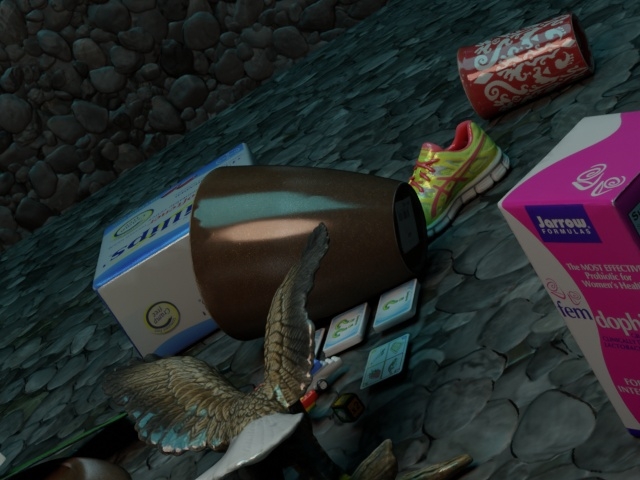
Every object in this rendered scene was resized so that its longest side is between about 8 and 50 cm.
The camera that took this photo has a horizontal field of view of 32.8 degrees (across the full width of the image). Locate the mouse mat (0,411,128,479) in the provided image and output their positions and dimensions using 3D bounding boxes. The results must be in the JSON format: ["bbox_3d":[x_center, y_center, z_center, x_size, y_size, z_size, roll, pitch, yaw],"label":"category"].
[{"bbox_3d":[-0.311,0.248,1.299,0.189,0.007,0.152,-25,-3,-22],"label":"mouse mat"}]

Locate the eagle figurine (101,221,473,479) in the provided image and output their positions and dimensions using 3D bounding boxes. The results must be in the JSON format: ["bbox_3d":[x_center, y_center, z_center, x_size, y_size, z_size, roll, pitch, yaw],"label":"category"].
[{"bbox_3d":[-0.052,0.137,0.955,0.226,0.298,0.225,-7,-40,-31],"label":"eagle figurine"}]

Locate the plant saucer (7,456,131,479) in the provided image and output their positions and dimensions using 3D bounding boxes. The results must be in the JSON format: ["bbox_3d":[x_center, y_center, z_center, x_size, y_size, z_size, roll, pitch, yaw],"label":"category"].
[{"bbox_3d":[-0.348,0.338,1.190,0.310,0.050,0.310,-29,18,10],"label":"plant saucer"}]

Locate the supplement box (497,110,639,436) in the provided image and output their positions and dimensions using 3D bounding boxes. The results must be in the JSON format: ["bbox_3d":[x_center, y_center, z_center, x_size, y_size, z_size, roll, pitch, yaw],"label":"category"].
[{"bbox_3d":[0.238,0.028,0.750,0.114,0.220,0.111,-41,20,-24],"label":"supplement box"}]

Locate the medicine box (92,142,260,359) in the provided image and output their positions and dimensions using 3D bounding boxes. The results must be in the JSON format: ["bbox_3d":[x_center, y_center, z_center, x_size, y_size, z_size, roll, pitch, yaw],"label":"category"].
[{"bbox_3d":[-0.172,0.012,1.569,0.263,0.149,0.289,-32,18,2],"label":"medicine box"}]

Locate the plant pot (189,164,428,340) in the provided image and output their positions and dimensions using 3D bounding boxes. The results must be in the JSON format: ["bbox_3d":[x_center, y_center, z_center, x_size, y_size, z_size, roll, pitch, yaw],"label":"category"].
[{"bbox_3d":[0.000,0.000,1.277,0.230,0.215,0.215,-9,27,26],"label":"plant pot"}]

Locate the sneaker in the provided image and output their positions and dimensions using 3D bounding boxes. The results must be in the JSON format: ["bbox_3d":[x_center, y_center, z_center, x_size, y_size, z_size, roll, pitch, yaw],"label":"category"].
[{"bbox_3d":[0.139,-0.073,1.368,0.208,0.094,0.081,-41,22,-20],"label":"sneaker"}]

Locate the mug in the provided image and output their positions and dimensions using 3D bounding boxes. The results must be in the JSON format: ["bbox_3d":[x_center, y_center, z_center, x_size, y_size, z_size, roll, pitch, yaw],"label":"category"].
[{"bbox_3d":[0.300,-0.263,1.569,0.169,0.113,0.150,-19,24,27],"label":"mug"}]

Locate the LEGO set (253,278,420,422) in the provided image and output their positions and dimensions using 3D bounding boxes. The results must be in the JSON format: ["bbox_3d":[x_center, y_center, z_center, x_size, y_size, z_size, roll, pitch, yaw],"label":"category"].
[{"bbox_3d":[0.007,0.123,1.146,0.182,0.060,0.244,-27,18,22],"label":"LEGO set"}]

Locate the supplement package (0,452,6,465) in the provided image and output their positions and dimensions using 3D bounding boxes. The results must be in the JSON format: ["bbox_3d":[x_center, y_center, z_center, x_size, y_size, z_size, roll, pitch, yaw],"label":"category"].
[{"bbox_3d":[-0.501,0.288,1.291,0.194,0.149,0.203,-49,6,-24],"label":"supplement package"}]
